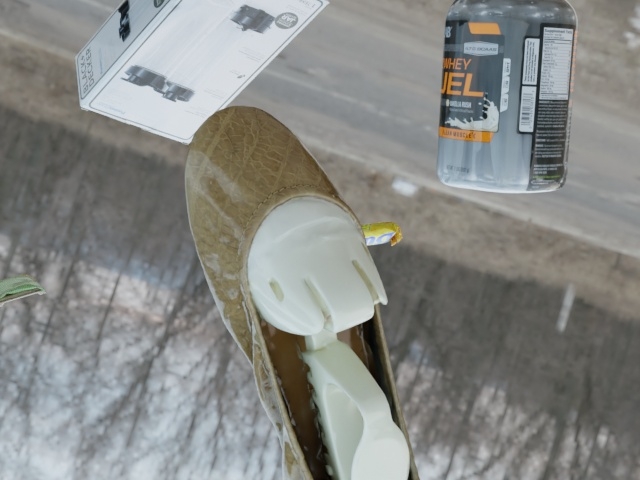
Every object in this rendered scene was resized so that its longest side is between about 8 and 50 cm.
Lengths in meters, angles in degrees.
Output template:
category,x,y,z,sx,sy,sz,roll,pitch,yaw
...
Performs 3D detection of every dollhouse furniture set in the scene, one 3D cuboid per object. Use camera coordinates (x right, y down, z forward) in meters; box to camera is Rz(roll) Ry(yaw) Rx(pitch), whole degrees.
category,x,y,z,sx,sy,sz,roll,pitch,yaw
dollhouse furniture set,-0.404,0.050,1.350,0.152,0.058,0.076,-17,-167,-25

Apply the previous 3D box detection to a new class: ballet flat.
category,x,y,z,sx,sy,sz,roll,pitch,yaw
ballet flat,0.004,0.077,0.770,0.116,0.342,0.124,-19,-164,-21

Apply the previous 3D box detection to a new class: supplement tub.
category,x,y,z,sx,sy,sz,roll,pitch,yaw
supplement tub,0.164,-0.141,1.020,0.117,0.190,0.117,2,-172,0

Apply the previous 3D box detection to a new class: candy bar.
category,x,y,z,sx,sy,sz,roll,pitch,yaw
candy bar,0.000,0.000,1.104,0.161,0.018,0.040,-6,163,-5

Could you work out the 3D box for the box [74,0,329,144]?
category,x,y,z,sx,sy,sz,roll,pitch,yaw
box,-0.149,-0.251,1.395,0.169,0.087,0.290,16,136,-39
